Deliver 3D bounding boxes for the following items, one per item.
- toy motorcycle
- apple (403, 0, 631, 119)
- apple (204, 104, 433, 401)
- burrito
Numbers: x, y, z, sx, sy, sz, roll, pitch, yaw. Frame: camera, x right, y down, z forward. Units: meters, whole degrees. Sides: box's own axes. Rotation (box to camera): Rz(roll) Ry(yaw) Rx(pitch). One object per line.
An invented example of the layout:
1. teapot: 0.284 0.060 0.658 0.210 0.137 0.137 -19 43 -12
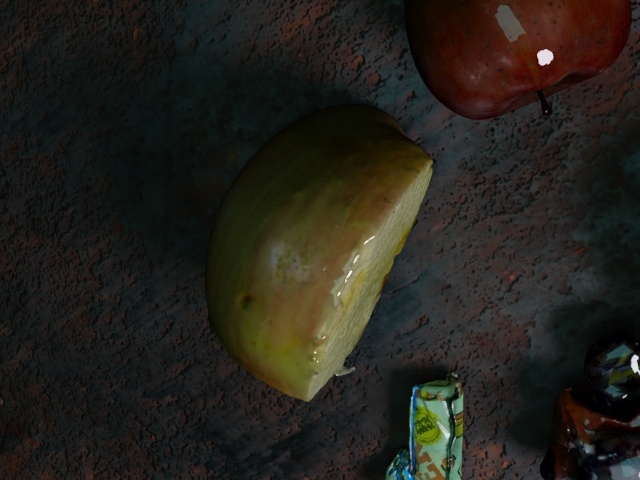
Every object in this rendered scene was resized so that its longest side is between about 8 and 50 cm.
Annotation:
1. toy motorcycle: 0.406 0.310 1.009 0.207 0.134 0.401 -40 88 24
2. apple: 0.194 -0.236 0.888 0.234 0.234 0.233 5 106 17
3. apple: 0.000 0.000 1.040 0.252 0.314 0.309 3 119 -27
4. burrito: 0.137 0.310 1.141 0.104 0.054 0.287 5 106 18
